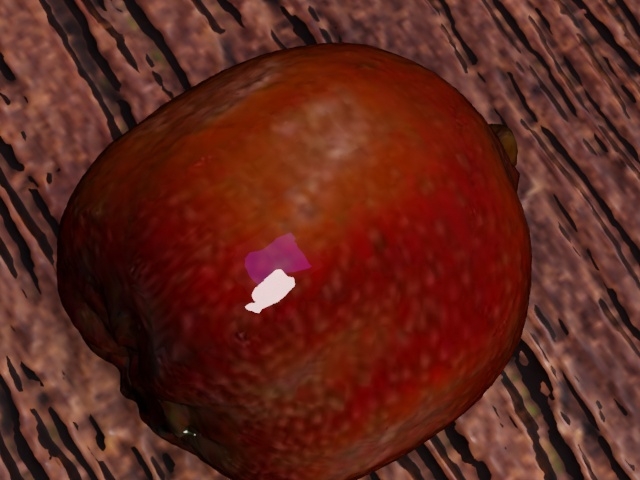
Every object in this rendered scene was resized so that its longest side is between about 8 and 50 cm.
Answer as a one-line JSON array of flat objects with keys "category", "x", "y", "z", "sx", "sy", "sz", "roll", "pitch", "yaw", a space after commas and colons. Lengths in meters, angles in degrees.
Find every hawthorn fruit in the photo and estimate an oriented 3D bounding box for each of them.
[{"category": "hawthorn fruit", "x": 0.000, "y": 0.000, "z": 0.644, "sx": 0.188, "sy": 0.169, "sz": 0.169, "roll": -41, "pitch": 81, "yaw": -22}]
